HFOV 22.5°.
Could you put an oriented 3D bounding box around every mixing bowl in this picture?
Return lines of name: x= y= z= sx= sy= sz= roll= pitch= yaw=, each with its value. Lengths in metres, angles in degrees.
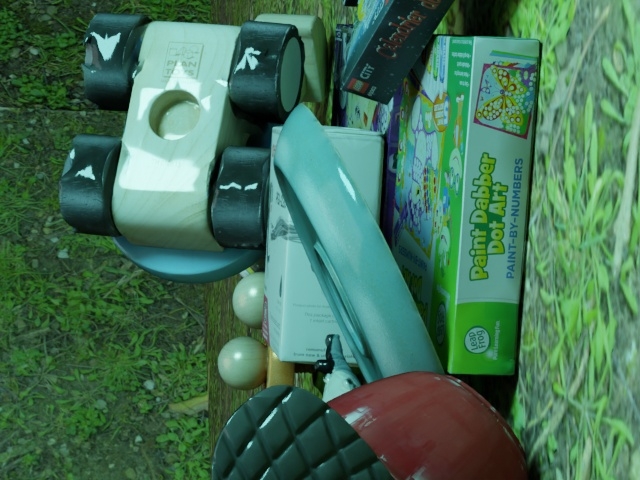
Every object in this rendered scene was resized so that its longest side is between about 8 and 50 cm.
mixing bowl: x=0.080 y=0.159 z=1.132 sx=0.181 sy=0.098 sz=0.181 roll=45 pitch=163 yaw=18

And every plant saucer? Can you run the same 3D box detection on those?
plant saucer: x=0.032 y=0.041 z=1.307 sx=0.317 sy=0.043 sz=0.318 roll=156 pitch=90 yaw=-85

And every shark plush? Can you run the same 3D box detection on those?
shark plush: x=0.027 y=0.150 z=1.355 sx=0.073 sy=0.067 sz=0.161 roll=-51 pitch=44 yaw=14

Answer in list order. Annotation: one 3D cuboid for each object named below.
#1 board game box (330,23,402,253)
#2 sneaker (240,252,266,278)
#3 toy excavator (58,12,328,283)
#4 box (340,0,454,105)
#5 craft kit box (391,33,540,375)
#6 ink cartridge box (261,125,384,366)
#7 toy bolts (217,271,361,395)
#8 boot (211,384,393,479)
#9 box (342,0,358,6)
board game box: x=0.056 y=-0.109 z=1.638 sx=0.347 sy=0.056 sz=0.208 roll=-131 pitch=39 yaw=-77
sneaker: x=-0.069 y=-0.050 z=2.068 sx=0.121 sy=0.111 sz=0.300 roll=-49 pitch=60 yaw=37
toy excavator: x=-0.103 y=-0.132 z=1.863 sx=0.445 sy=0.222 sz=0.433 roll=63 pitch=-146 yaw=-68
box: x=0.084 y=-0.236 z=1.272 sx=0.233 sy=0.044 sz=0.159 roll=124 pitch=160 yaw=-57
craft kit box: x=0.107 y=-0.039 z=1.269 sx=0.250 sy=0.061 sz=0.247 roll=-139 pitch=49 yaw=-79
ink cartridge box: x=0.000 y=0.000 z=1.540 sx=0.158 sy=0.092 sz=0.218 roll=-149 pitch=64 yaw=-80
toy bolts: x=-0.021 y=0.130 z=1.702 sx=0.218 sy=0.158 sz=0.229 roll=-97 pitch=13 yaw=-47
boot: x=0.020 y=0.240 z=1.116 sx=0.338 sy=0.118 sz=0.222 roll=60 pitch=173 yaw=-8
box: x=0.065 y=-0.319 z=1.466 sx=0.158 sy=0.093 sz=0.156 roll=-99 pitch=14 yaw=-46
